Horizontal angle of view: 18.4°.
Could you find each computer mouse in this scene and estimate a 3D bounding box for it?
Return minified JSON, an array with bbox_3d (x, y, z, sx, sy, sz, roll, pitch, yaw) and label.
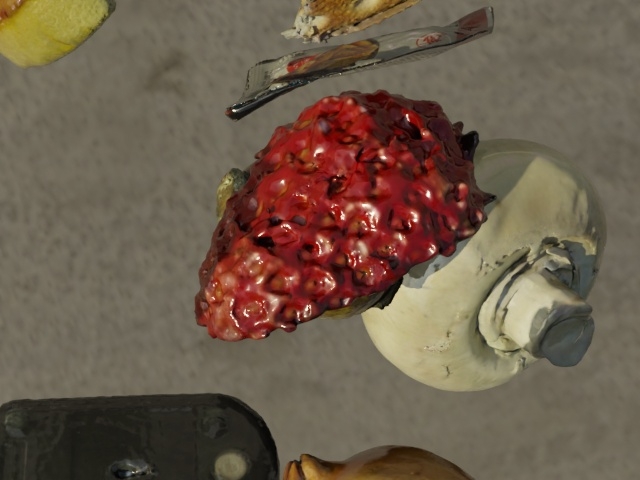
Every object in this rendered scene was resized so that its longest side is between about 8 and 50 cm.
[{"bbox_3d":[-0.170,0.225,1.753,0.269,0.170,0.100,1,142,-3],"label":"computer mouse"}]

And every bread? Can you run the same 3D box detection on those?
[{"bbox_3d":[-0.213,-0.192,1.510,0.125,0.156,0.086,-42,113,16],"label":"bread"}]

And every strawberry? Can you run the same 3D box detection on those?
[{"bbox_3d":[-0.001,-0.031,1.330,0.236,0.190,0.111,-36,117,-37],"label":"strawberry"}]

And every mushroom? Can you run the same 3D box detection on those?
[{"bbox_3d":[0.158,0.031,1.765,0.246,0.202,0.246,-26,134,-30],"label":"mushroom"}]

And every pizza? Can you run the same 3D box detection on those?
[{"bbox_3d":[0.031,-0.204,1.281,0.185,0.052,0.195,-30,157,12],"label":"pizza"}]

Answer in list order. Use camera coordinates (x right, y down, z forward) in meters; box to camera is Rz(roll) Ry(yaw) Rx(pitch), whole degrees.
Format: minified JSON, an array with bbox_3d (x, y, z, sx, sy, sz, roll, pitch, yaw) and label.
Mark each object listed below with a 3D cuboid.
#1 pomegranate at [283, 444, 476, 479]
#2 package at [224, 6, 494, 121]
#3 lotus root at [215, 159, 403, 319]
[{"bbox_3d":[0.053,0.248,1.454,0.209,0.209,0.209,-9,121,-16],"label":"pomegranate"},{"bbox_3d":[0.038,-0.161,1.755,0.239,0.154,0.030,-13,106,11],"label":"package"},{"bbox_3d":[0.000,0.000,1.588,0.209,0.120,0.120,30,105,-42],"label":"lotus root"}]
